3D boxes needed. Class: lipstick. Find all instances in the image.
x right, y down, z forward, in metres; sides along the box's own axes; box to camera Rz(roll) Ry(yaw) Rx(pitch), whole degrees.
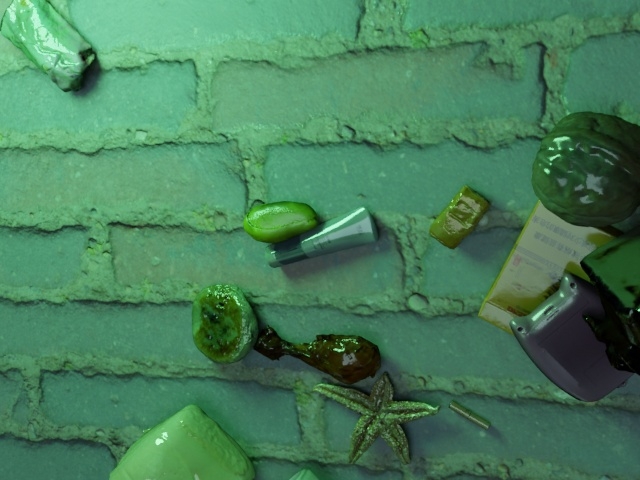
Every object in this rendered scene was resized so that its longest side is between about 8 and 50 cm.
[{"bbox_3d":[0.317,0.373,1.929,0.094,0.019,0.019,30,111,10],"label":"lipstick"}]

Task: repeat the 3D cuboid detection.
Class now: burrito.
[{"bbox_3d":[-0.605,-0.439,2.006,0.229,0.089,0.144,44,116,6],"label":"burrito"}]

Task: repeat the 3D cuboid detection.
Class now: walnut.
[{"bbox_3d":[0.497,-0.126,1.640,0.224,0.224,0.224,5,105,18],"label":"walnut"}]

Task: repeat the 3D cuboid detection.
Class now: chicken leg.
[{"bbox_3d":[-0.014,0.250,1.982,0.304,0.093,0.113,4,118,23],"label":"chicken leg"}]

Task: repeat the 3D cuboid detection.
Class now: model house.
[{"bbox_3d":[0.626,0.135,1.574,0.297,0.317,0.282,-21,110,2],"label":"model house"}]

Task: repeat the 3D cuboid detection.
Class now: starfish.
[{"bbox_3d":[0.114,0.400,1.992,0.295,0.048,0.231,8,106,18],"label":"starfish"}]

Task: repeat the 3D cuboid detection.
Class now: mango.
[{"bbox_3d":[-0.083,-0.039,1.932,0.165,0.074,0.091,-1,76,13],"label":"mango"}]

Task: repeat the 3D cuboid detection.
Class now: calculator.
[{"bbox_3d":[0.508,0.203,1.743,0.194,0.043,0.294,-43,115,11],"label":"calculator"}]

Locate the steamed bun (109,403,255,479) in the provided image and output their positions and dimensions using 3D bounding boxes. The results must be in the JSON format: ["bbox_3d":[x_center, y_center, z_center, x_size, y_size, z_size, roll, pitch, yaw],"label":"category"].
[{"bbox_3d":[-0.318,0.552,2.066,0.290,0.272,0.273,36,112,3],"label":"steamed bun"}]

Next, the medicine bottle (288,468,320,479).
[{"bbox_3d":[0.009,0.671,2.034,0.293,0.170,0.170,46,113,2],"label":"medicine bottle"}]

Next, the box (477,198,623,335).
[{"bbox_3d":[0.446,0.067,1.774,0.174,0.076,0.274,28,111,12],"label":"box"}]

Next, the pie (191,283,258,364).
[{"bbox_3d":[-0.222,0.188,2.041,0.187,0.041,0.187,1,93,32],"label":"pie"}]

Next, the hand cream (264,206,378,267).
[{"bbox_3d":[0.000,0.000,1.930,0.255,0.048,0.079,-18,100,20],"label":"hand cream"}]

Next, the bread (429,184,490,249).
[{"bbox_3d":[0.279,-0.045,1.815,0.074,0.053,0.132,42,115,5],"label":"bread"}]
